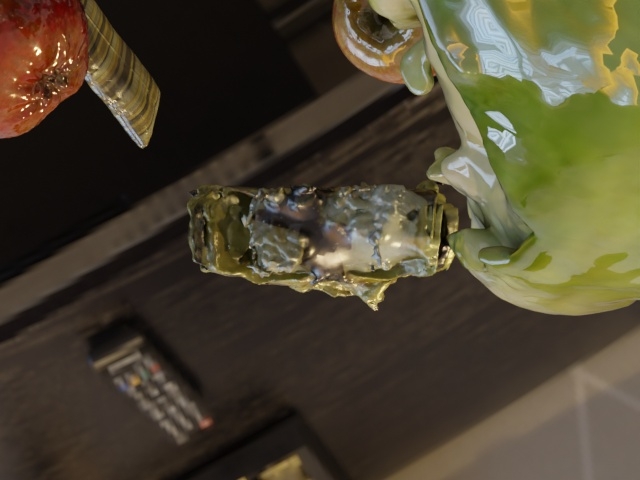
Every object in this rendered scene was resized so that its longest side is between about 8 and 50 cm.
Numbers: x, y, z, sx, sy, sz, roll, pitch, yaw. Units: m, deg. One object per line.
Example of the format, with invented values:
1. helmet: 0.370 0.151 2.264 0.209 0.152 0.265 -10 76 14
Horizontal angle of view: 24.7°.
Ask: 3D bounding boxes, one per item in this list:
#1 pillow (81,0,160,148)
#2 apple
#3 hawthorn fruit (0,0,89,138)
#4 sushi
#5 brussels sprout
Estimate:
1. pillow: -0.248 -0.212 1.681 0.038 0.113 0.203 -20 128 22
2. apple: 0.114 -0.304 1.967 0.188 0.188 0.174 -46 164 23
3. hawthorn fruit: -0.332 -0.209 1.449 0.179 0.200 0.179 -50 170 -12
4. sushi: 0.001 0.001 1.555 0.291 0.139 0.131 0 172 3
5. brussels sprout: 0.169 -0.112 0.713 0.315 0.276 0.371 -3 149 3
